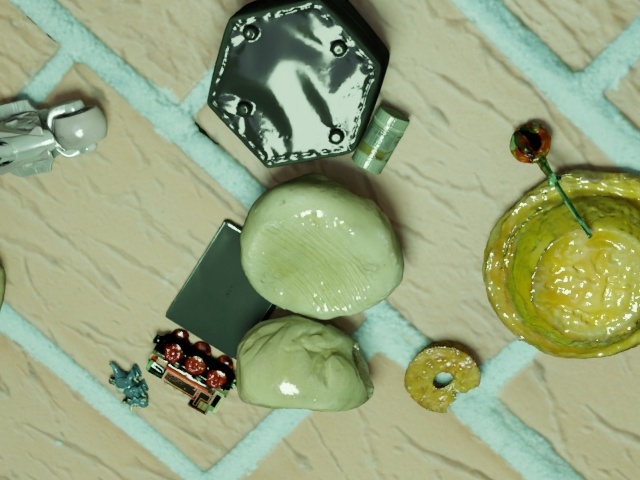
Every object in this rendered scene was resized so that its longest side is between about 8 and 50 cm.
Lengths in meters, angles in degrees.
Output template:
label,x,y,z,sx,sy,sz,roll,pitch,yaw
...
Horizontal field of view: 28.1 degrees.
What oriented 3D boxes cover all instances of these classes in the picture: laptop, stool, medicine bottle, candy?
label,x,y,z,sx,sy,sz,roll,pitch,yaw
laptop,-0.125,0.073,1.815,0.129,0.016,0.180,32,109,-4
stool,-0.027,-0.209,1.639,0.232,0.141,0.232,2,110,7
medicine bottle,0.080,-0.135,1.702,0.047,0.047,0.083,28,110,-3
candy,0.303,-0.076,1.650,0.056,0.049,0.184,-36,63,15

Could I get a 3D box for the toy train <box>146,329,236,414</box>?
label,x,y,z,sx,sy,sz,roll,pitch,yaw
toy train,-0.189,0.190,1.846,0.138,0.050,0.087,31,113,-4

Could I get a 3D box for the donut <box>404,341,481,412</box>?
label,x,y,z,sx,sy,sz,roll,pitch,yaw
donut,0.171,0.186,1.802,0.108,0.043,0.097,-36,102,18

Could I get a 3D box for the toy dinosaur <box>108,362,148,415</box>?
label,x,y,z,sx,sy,sz,roll,pitch,yaw
toy dinosaur,-0.282,0.214,1.875,0.047,0.030,0.083,-21,105,11

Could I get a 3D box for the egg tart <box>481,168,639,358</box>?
label,x,y,z,sx,sy,sz,roll,pitch,yaw
egg tart,0.361,0.041,1.694,0.288,0.118,0.288,1,106,4

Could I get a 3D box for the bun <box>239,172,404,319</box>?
label,x,y,z,sx,sy,sz,roll,pitch,yaw
bun,0.000,0.000,1.712,0.231,0.133,0.231,6,135,6

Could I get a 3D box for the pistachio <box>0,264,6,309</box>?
label,x,y,z,sx,sy,sz,roll,pitch,yaw
pistachio,-0.529,0.098,1.828,0.130,0.131,0.206,10,111,-45

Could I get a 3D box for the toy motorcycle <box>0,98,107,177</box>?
label,x,y,z,sx,sy,sz,roll,pitch,yaw
toy motorcycle,-0.413,-0.131,1.733,0.254,0.112,0.112,-13,107,13

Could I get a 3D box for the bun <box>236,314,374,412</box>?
label,x,y,z,sx,sy,sz,roll,pitch,yaw
bun,-0.019,0.167,1.751,0.193,0.178,0.127,5,89,-1
